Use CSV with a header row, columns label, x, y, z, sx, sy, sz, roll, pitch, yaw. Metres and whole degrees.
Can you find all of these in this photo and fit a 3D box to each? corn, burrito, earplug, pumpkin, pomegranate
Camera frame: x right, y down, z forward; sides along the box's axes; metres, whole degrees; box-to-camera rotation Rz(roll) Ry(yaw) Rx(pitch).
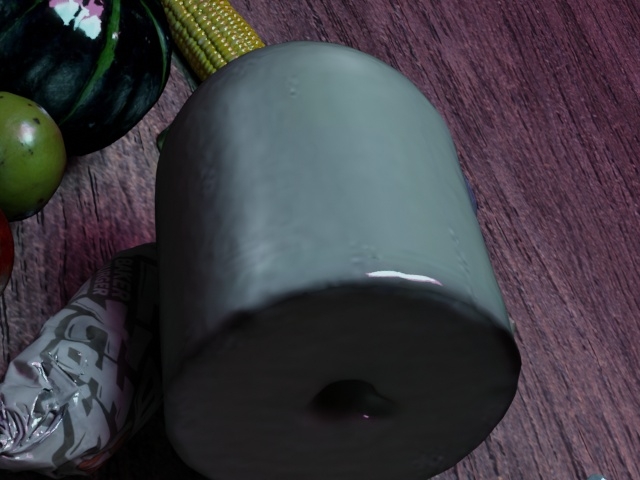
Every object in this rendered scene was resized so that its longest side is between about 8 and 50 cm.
label,x,y,z,sx,sy,sz,roll,pitch,yaw
corn,-0.124,-0.242,2.202,0.244,0.093,0.093,54,28,16
burrito,-0.202,0.121,1.585,0.139,0.101,0.445,55,23,-8
earplug,0.000,0.000,1.610,0.313,0.312,0.394,27,37,-33
pumpkin,-0.290,-0.241,1.810,0.315,0.238,0.315,39,25,-22
pomegranate,-0.315,-0.066,1.664,0.129,0.129,0.159,36,52,-19

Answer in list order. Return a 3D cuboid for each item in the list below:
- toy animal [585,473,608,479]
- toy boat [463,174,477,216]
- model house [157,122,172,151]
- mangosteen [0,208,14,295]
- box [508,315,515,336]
label,x,y,z,sx,sy,sz,roll,pitch,yaw
toy animal,0.225,0.418,1.574,0.225,0.284,0.302,14,47,22
toy boat,0.105,-0.078,2.265,0.283,0.127,0.078,36,28,-29
model house,-0.042,-0.104,2.028,0.214,0.189,0.195,15,42,-44
mangosteen,-0.338,0.024,1.472,0.156,0.146,0.181,41,27,-16
box,0.086,0.101,1.966,0.231,0.149,0.155,41,28,-11
